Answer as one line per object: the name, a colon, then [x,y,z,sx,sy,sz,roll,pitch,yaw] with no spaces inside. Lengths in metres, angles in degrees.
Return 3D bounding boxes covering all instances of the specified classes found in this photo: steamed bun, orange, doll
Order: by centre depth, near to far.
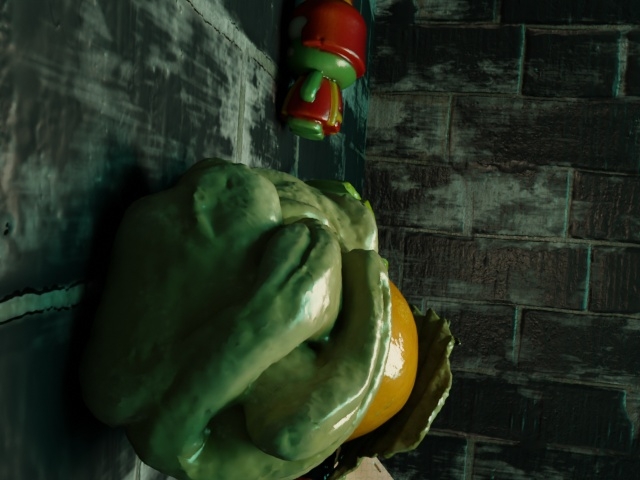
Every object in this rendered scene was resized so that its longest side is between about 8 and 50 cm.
steamed bun: [-0.048,0.069,0.645,0.372,0.230,0.325,-9,85,-62]
orange: [-0.004,0.162,0.954,0.312,0.312,0.312,4,90,-81]
doll: [0.012,-0.383,1.221,0.182,0.160,0.363,35,60,-78]

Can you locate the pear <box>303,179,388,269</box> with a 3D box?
pear: [0.033,-0.002,1.317,0.282,0.176,0.286,-102,178,-69]

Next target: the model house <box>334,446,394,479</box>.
model house: [0.050,0.602,1.399,0.169,0.244,0.326,-33,117,-50]

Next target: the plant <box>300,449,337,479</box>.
plant: [-0.056,0.438,1.211,0.256,0.164,0.142,28,63,-67]

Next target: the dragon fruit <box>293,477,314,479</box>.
dragon fruit: [-0.051,0.486,0.879,0.342,0.277,0.277,-6,101,-61]

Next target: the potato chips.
potato chips: [0.104,0.281,1.117,0.373,0.097,0.389,-54,-171,35]
